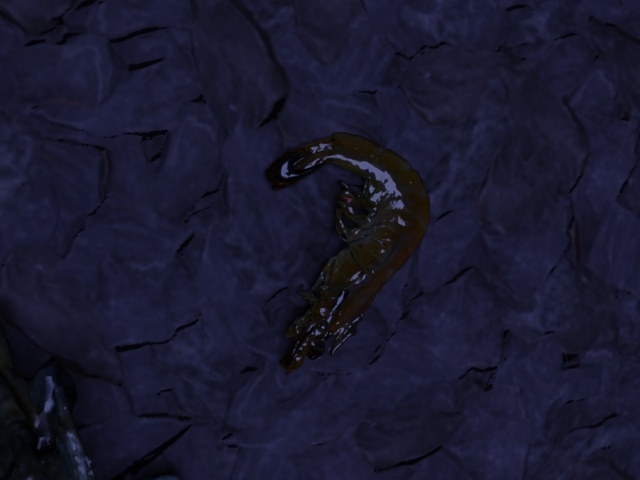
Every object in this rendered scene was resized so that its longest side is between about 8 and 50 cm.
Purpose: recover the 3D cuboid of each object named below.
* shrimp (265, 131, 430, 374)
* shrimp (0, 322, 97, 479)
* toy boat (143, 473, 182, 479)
[{"bbox_3d":[0.000,0.000,0.540,0.124,0.034,0.178,41,81,-10],"label":"shrimp"},{"bbox_3d":[-0.212,0.257,0.440,0.272,0.085,0.445,-7,85,12],"label":"shrimp"},{"bbox_3d":[-0.112,0.279,0.497,0.155,0.085,0.227,29,85,-14],"label":"toy boat"}]
